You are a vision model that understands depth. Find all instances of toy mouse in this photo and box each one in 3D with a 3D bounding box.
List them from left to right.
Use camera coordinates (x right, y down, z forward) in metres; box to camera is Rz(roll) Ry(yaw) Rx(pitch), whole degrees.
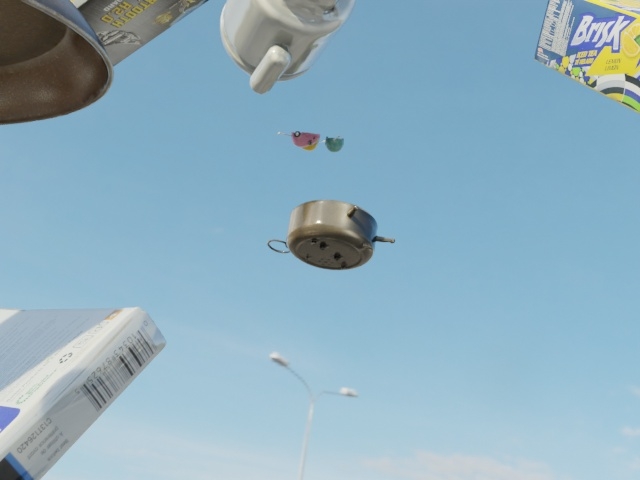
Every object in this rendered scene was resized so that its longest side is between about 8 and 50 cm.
[{"bbox_3d":[-0.005,-0.201,1.662,0.161,0.031,0.143,6,3,-41],"label":"toy mouse"}]

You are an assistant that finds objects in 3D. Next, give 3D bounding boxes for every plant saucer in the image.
[{"bbox_3d":[-0.286,-0.134,0.495,0.311,0.050,0.310,-1,-8,0],"label":"plant saucer"}]

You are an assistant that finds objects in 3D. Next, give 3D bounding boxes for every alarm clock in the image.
[{"bbox_3d":[0.000,0.000,1.184,0.192,0.064,0.129,-9,-32,36],"label":"alarm clock"}]

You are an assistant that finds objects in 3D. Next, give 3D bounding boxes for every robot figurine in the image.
[{"bbox_3d":[-0.065,-0.412,1.457,0.200,0.300,0.353,22,-20,-14],"label":"robot figurine"}]

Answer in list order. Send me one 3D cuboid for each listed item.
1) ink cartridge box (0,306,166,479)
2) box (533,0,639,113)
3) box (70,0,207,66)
[{"bbox_3d":[-0.357,0.188,0.844,0.307,0.303,0.072,-8,-57,45],"label":"ink cartridge box"},{"bbox_3d":[0.203,-0.117,0.506,0.059,0.169,0.054,-1,-63,-15],"label":"box"},{"bbox_3d":[-0.296,-0.355,1.209,0.231,0.056,0.183,-28,-13,18],"label":"box"}]
